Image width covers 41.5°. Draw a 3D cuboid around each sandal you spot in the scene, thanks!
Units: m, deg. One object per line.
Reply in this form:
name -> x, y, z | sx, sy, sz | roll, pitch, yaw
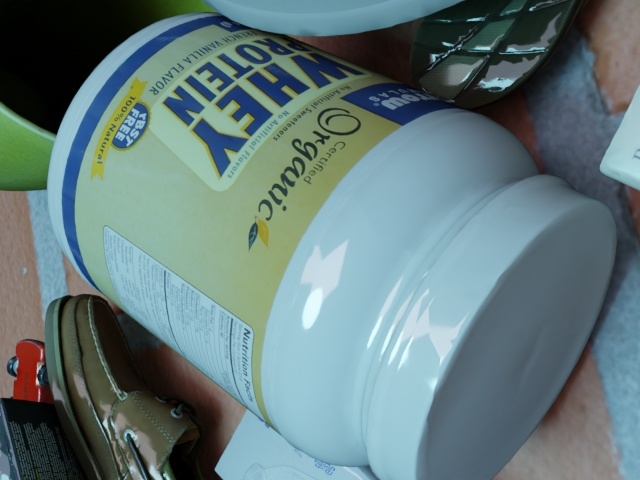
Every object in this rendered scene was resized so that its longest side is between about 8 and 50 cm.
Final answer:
sandal -> 0.144, -0.177, 0.561 | 0.090, 0.060, 0.219 | 32, 92, 27

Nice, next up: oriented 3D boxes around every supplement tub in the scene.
supplement tub -> 0.000, 0.000, 0.548 | 0.316, 0.228, 0.228 | 30, 105, 33

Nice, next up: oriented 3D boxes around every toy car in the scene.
toy car -> -0.303, 0.245, 0.871 | 0.225, 0.053, 0.239 | -35, 67, 31

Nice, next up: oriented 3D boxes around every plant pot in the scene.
plant pot -> -0.253, -0.157, 0.749 | 0.293, 0.274, 0.275 | -23, 74, 50

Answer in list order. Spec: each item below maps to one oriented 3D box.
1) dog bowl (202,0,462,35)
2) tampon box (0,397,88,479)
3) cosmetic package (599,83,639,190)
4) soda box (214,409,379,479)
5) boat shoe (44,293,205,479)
dog bowl -> 0.029, -0.300, 0.534 | 0.348, 0.102, 0.349 | -11, 59, 20
tampon box -> -0.265, 0.205, 0.713 | 0.120, 0.161, 0.101 | -24, 71, 5
cosmetic package -> 0.307, -0.035, 0.384 | 0.296, 0.129, 0.153 | 30, 107, 34
soda box -> 0.061, 0.209, 0.575 | 0.286, 0.098, 0.091 | 39, 110, 31
boat shoe -> -0.149, 0.178, 0.739 | 0.104, 0.111, 0.307 | -24, 76, 9
